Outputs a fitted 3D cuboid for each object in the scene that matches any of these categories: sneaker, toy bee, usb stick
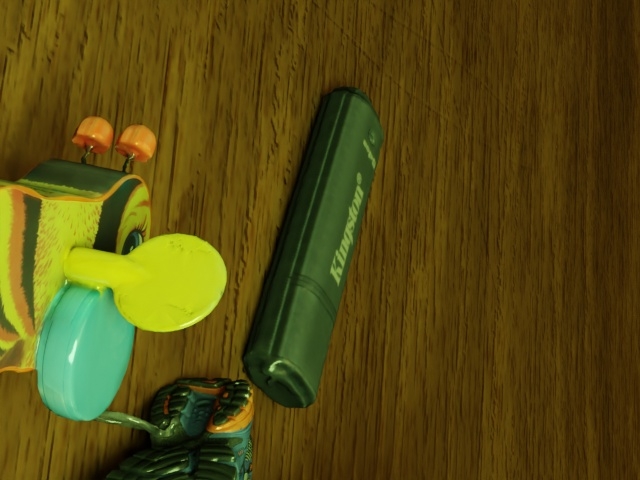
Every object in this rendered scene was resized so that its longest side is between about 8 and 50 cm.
[{"bbox_3d":[-0.077,0.162,0.783,0.221,0.083,0.087,-60,144,-68],"label":"sneaker"},{"bbox_3d":[-0.146,0.003,0.654,0.298,0.195,0.162,135,-32,-79],"label":"toy bee"},{"bbox_3d":[0.000,0.000,1.013,0.077,0.045,0.278,51,43,-42],"label":"usb stick"}]
